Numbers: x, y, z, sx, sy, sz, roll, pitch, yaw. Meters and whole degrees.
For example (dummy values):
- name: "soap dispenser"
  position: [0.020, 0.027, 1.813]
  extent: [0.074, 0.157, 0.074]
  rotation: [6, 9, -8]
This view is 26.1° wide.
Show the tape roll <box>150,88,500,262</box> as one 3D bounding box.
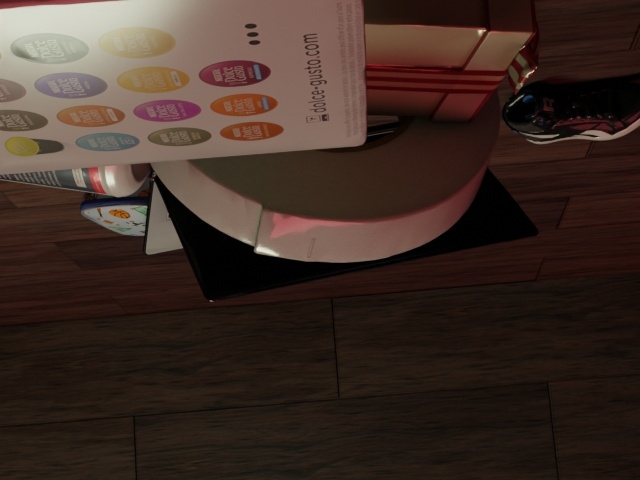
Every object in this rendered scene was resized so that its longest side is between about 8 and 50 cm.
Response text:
- name: "tape roll"
  position: [-0.002, -0.145, 1.469]
  extent: [0.392, 0.392, 0.072]
  rotation: [-1, 140, -14]

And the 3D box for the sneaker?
- name: "sneaker"
  position: [0.368, -0.189, 2.014]
  extent: [0.217, 0.079, 0.121]
  rotation: [-12, 165, 34]

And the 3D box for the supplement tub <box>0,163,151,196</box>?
- name: "supplement tub"
  position: [-0.334, -0.160, 1.622]
  extent: [0.272, 0.191, 0.191]
  rotation: [8, 167, 6]

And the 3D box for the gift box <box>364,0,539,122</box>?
- name: "gift box"
  position: [0.084, -0.254, 1.325]
  extent: [0.258, 0.255, 0.276]
  rotation: [0, 168, -11]

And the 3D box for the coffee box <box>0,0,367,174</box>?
- name: "coffee box"
  position: [-0.142, -0.265, 1.036]
  extent: [0.334, 0.338, 0.337]
  rotation: [-4, 165, 1]

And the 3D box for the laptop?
- name: "laptop"
  position: [0.000, 0.000, 1.691]
  extent: [0.382, 0.236, 0.408]
  rotation: [-11, 160, -14]

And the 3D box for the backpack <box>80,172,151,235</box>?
- name: "backpack"
  position: [-0.236, -0.119, 1.887]
  extent: [0.276, 0.213, 0.263]
  rotation: [-9, 157, 24]
